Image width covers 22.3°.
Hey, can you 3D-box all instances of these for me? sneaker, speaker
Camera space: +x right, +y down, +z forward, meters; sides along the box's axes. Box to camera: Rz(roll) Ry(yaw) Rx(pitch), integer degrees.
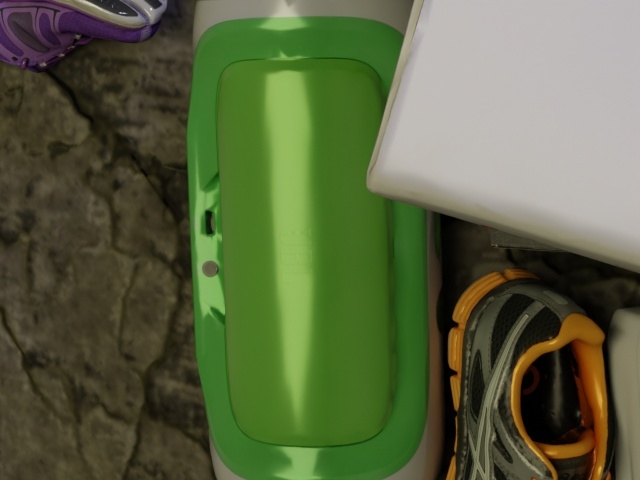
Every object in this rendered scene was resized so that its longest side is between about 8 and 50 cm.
[{"bbox_3d":[0.108,0.124,0.808,0.083,0.084,0.214,-171,73,-68],"label":"sneaker"},{"bbox_3d":[-0.156,-0.132,0.964,0.170,0.068,0.071,11,119,38],"label":"sneaker"},{"bbox_3d":[0.000,0.000,0.844,0.131,0.131,0.296,3,100,31],"label":"speaker"}]

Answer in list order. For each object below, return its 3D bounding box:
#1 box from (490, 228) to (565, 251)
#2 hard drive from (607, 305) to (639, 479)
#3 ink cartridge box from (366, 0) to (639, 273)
[{"bbox_3d":[0.191,-0.082,0.755,0.231,0.056,0.183,3,98,30],"label":"box"},{"bbox_3d":[0.216,0.162,0.652,0.353,0.047,0.233,-160,64,-74],"label":"hard drive"},{"bbox_3d":[0.241,-0.037,0.531,0.395,0.285,0.166,18,95,12],"label":"ink cartridge box"}]
